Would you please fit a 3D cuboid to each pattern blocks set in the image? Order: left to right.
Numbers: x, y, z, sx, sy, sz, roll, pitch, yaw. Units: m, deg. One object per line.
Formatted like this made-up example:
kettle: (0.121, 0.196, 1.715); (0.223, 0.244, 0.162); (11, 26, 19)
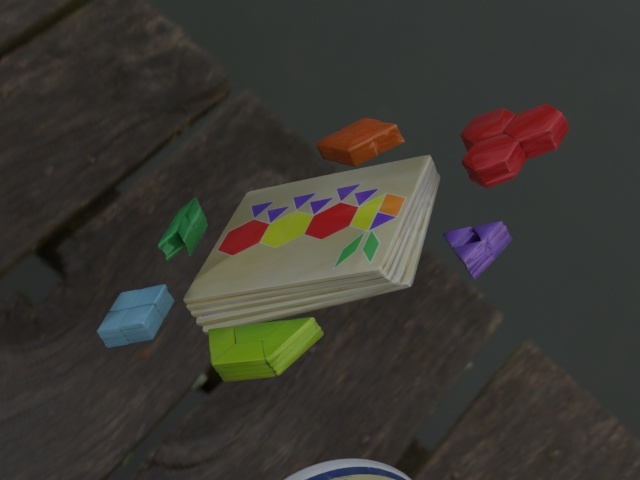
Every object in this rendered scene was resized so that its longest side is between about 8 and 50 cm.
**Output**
pattern blocks set: (0.000, 0.000, 1.019); (0.285, 0.325, 0.026); (-55, 128, -39)

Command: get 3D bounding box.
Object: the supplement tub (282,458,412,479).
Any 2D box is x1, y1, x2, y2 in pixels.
supplement tub: (0.056, 0.377, 1.325); (0.228, 0.228, 0.316); (10, 19, -23)
